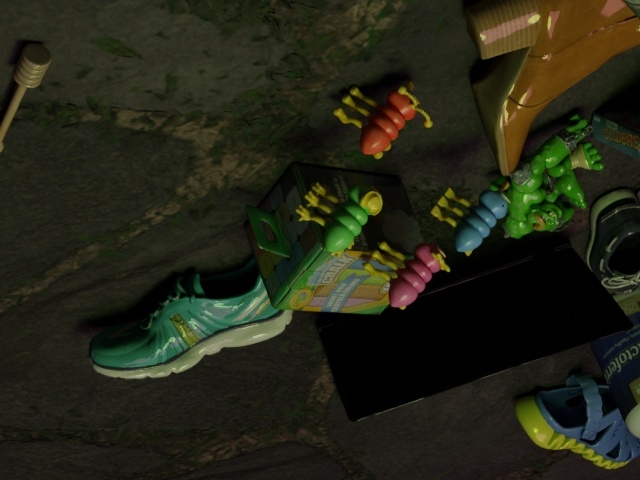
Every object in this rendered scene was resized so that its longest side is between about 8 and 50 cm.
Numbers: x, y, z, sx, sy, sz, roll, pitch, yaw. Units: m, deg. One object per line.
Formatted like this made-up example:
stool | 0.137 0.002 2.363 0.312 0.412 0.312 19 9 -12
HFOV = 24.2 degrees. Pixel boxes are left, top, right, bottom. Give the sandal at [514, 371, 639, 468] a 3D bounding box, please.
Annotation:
sandal | 0.480 0.304 2.562 0.317 0.126 0.138 16 130 -45

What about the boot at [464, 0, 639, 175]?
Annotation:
boot | 0.280 -0.197 1.690 0.211 0.104 0.295 -18 144 -2

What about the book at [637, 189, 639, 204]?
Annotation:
book | 0.495 -0.015 2.100 0.035 0.096 0.144 -46 148 -7

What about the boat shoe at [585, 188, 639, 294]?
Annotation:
boat shoe | 0.437 0.020 2.133 0.095 0.079 0.254 -18 149 -3

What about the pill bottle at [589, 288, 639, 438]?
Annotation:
pill bottle | 0.522 0.213 2.299 0.153 0.264 0.153 -14 148 -9

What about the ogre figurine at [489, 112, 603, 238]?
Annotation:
ogre figurine | 0.287 -0.068 1.911 0.118 0.097 0.197 -29 168 -19

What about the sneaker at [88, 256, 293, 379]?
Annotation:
sneaker | -0.173 0.091 1.922 0.275 0.107 0.110 -21 129 -6

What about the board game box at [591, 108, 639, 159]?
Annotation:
board game box | 0.440 -0.122 1.818 0.136 0.201 0.035 -7 110 -21

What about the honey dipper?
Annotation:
honey dipper | -0.315 -0.140 1.528 0.030 0.030 0.160 2 146 -31

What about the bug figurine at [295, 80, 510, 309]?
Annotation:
bug figurine | 0.104 -0.040 1.722 0.279 0.072 0.216 43 77 -33

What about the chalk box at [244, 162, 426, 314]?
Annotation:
chalk box | 0.000 0.000 1.816 0.213 0.132 0.132 5 141 -33

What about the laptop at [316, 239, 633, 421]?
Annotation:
laptop | 0.213 0.176 2.104 0.382 0.236 0.408 -18 149 -1

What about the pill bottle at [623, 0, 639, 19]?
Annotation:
pill bottle | 0.416 -0.250 1.535 0.161 0.161 0.283 -35 121 23
